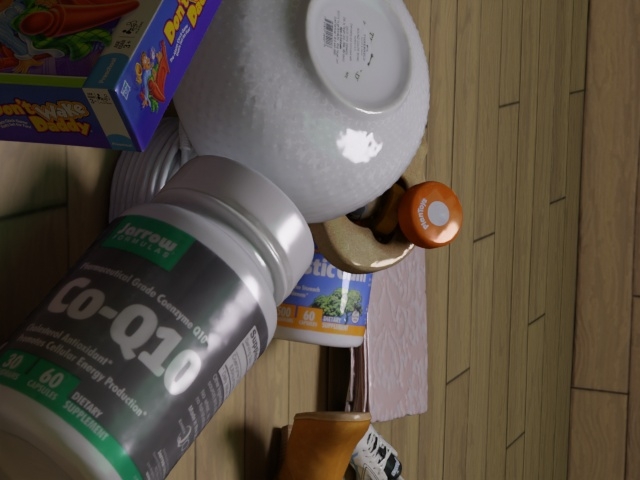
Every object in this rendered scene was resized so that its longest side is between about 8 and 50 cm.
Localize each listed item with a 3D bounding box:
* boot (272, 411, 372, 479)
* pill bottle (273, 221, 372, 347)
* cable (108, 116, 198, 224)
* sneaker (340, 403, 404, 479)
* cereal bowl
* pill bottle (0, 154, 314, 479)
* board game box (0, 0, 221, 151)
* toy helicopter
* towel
[{"bbox_3d":[0.000,0.341,2.017,0.295,0.104,0.211,138,-46,-68],"label":"boot"},{"bbox_3d":[0.000,0.000,2.018,0.152,0.152,0.272,8,89,-67],"label":"pill bottle"},{"bbox_3d":[-0.156,-0.016,1.742,0.257,0.089,0.257,50,50,-60],"label":"cable"},{"bbox_3d":[0.081,0.332,2.375,0.237,0.086,0.085,64,39,-48],"label":"sneaker"},{"bbox_3d":[0.002,-0.196,1.692,0.339,0.141,0.338,13,70,-38],"label":"cereal bowl"},{"bbox_3d":[-0.172,0.094,1.491,0.361,0.204,0.204,-53,143,-32],"label":"pill bottle"},{"bbox_3d":[-0.209,-0.238,1.381,0.078,0.233,0.347,69,34,-47],"label":"board game box"},{"bbox_3d":[0.027,-0.133,1.878,0.235,0.140,0.355,-6,85,-30],"label":"toy helicopter"},{"bbox_3d":[0.102,0.124,2.376,0.332,0.053,0.316,13,75,-70],"label":"towel"}]
